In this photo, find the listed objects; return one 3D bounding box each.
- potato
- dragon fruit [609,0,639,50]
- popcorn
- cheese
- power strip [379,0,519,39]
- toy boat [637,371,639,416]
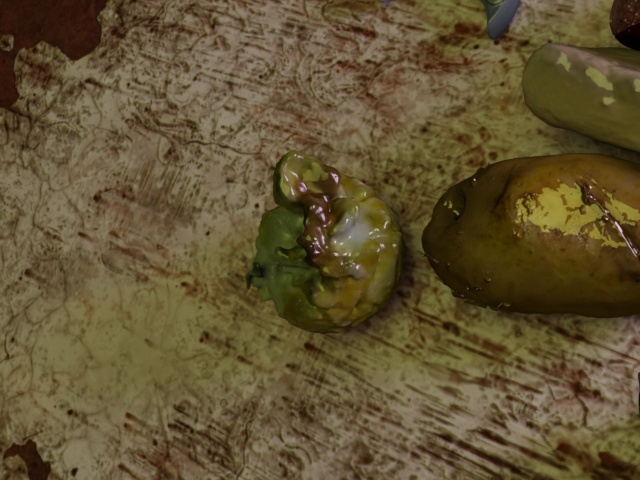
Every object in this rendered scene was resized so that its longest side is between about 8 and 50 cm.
[{"bbox_3d":[0.247,-0.007,0.935,0.300,0.140,0.173,2,108,29],"label":"potato"},{"bbox_3d":[0.382,-0.277,0.966,0.147,0.102,0.096,-20,66,27],"label":"dragon fruit"},{"bbox_3d":[0.000,0.000,1.039,0.197,0.213,0.198,-9,43,8],"label":"popcorn"},{"bbox_3d":[0.345,-0.133,0.915,0.262,0.159,0.093,26,119,31],"label":"cheese"},{"bbox_3d":[0.180,-0.331,1.113,0.216,0.044,0.137,25,89,31],"label":"power strip"},{"bbox_3d":[0.371,0.268,0.837,0.134,0.092,0.299,-5,80,-5],"label":"toy boat"}]
